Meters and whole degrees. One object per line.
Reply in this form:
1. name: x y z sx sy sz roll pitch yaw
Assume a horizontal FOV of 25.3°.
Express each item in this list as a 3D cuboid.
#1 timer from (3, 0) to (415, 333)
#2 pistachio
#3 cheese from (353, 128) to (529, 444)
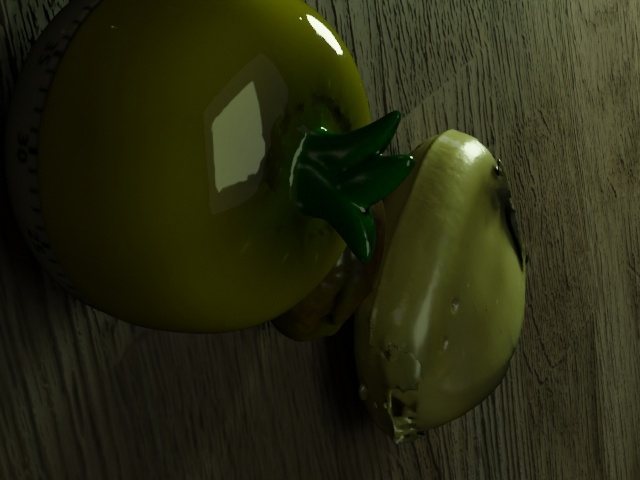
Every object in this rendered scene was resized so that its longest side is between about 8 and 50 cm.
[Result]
1. timer: -0.053 -0.055 0.985 0.285 0.285 0.285 -17 109 -58
2. pistachio: -0.001 -0.002 1.271 0.110 0.100 0.189 12 86 -64
3. cheese: 0.119 0.067 1.478 0.259 0.128 0.316 57 41 -37
